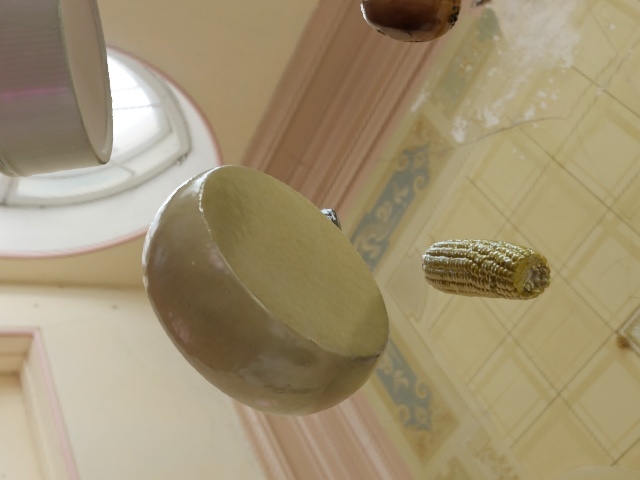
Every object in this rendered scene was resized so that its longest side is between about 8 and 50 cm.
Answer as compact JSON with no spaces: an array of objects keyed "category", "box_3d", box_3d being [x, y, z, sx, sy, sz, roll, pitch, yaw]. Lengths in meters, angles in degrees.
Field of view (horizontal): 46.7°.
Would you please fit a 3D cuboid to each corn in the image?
[{"category":"corn","box_3d":[0.173,0.031,0.813,0.206,0.067,0.067,-176,-89,-71]}]

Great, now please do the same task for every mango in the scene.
[{"category":"mango","box_3d":[0.112,-0.284,0.918,0.127,0.063,0.077,3,-89,20]}]

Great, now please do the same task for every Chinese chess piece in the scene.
[{"category":"Chinese chess piece","box_3d":[-0.049,0.046,0.744,0.102,0.273,0.273,-44,-127,24]}]

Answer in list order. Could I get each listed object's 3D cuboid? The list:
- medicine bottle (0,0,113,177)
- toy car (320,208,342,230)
[{"category":"medicine bottle","box_3d":[-0.247,-0.068,0.316,0.111,0.296,0.161,110,-25,-74]},{"category":"toy car","box_3d":[0.000,0.000,0.996,0.142,0.069,0.055,-106,-178,-51]}]
